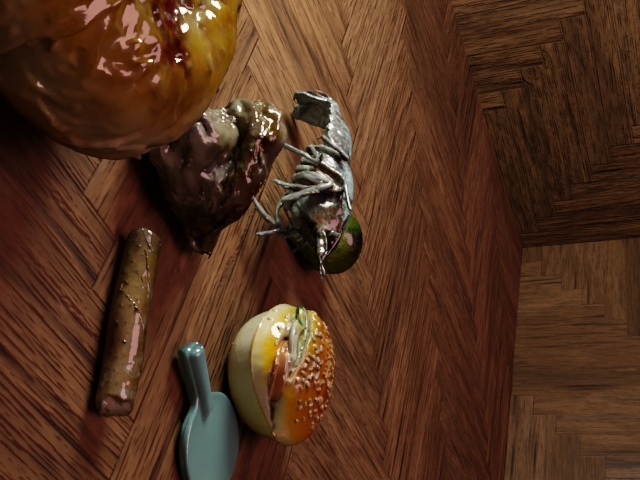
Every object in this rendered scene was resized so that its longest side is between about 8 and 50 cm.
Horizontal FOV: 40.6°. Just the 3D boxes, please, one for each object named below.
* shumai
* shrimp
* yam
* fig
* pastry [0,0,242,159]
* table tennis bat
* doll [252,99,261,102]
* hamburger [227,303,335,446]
[{"bbox_3d":[-0.172,-0.119,1.213,0.185,0.218,0.184,31,41,-14],"label":"shumai"},{"bbox_3d":[-0.012,-0.112,1.497,0.221,0.166,0.410,104,2,-49],"label":"shrimp"},{"bbox_3d":[-0.238,0.100,1.079,0.057,0.057,0.241,45,45,-56],"label":"yam"},{"bbox_3d":[0.000,0.000,1.613,0.156,0.123,0.123,6,76,-26],"label":"fig"},{"bbox_3d":[-0.247,-0.288,0.905,0.409,0.245,0.409,-3,90,-65],"label":"pastry"},{"bbox_3d":[-0.166,0.257,1.236,0.149,0.038,0.237,-42,127,-59],"label":"table tennis bat"},{"bbox_3d":[-0.113,-0.164,1.434,0.113,0.071,0.135,71,30,-69],"label":"doll"},{"bbox_3d":[-0.052,0.213,1.365,0.237,0.147,0.237,-2,90,-67],"label":"hamburger"}]
